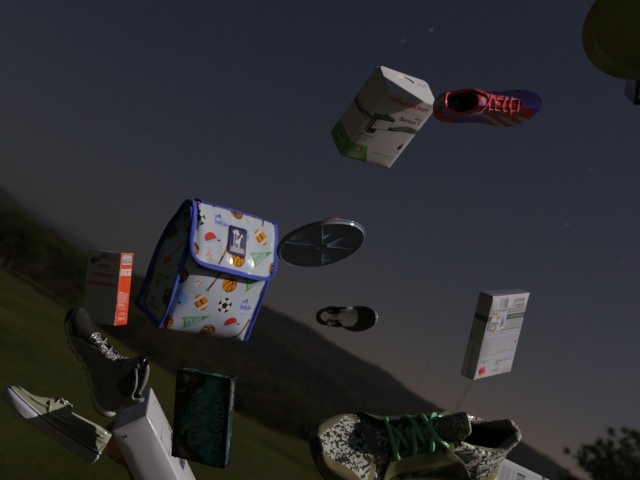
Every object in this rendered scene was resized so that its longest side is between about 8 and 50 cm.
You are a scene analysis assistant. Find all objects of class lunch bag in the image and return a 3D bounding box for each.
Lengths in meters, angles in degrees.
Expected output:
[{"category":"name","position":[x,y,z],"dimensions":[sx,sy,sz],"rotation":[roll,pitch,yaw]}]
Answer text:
[{"category":"lunch bag","position":[-0.322,0.086,2.480],"dimensions":[0.328,0.385,0.239],"rotation":[16,9,-39]}]

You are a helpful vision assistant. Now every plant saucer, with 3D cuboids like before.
[{"category":"plant saucer","position":[0.610,-0.407,1.539],"dimensions":[0.241,0.037,0.241],"rotation":[4,-42,4]}]

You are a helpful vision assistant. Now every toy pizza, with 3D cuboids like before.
[{"category":"toy pizza","position":[0.000,0.000,1.824],"dimensions":[0.201,0.032,0.201],"rotation":[-11,-28,-6]}]

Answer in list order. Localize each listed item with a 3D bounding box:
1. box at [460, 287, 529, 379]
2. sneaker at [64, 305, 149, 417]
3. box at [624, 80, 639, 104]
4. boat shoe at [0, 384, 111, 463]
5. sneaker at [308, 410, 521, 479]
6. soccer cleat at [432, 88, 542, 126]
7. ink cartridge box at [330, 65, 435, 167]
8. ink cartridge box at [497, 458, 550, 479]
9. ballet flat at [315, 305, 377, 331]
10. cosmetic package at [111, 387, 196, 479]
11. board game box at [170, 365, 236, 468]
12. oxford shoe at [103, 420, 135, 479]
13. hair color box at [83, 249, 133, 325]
[{"category":"box","position":[0.377,0.199,1.777],"dimensions":[0.145,0.186,0.038],"rotation":[-2,16,-44]},{"category":"sneaker","position":[-0.400,0.221,1.608],"dimensions":[0.228,0.132,0.086],"rotation":[69,19,-3]},{"category":"box","position":[0.733,-0.427,1.869],"dimensions":[0.051,0.220,0.175],"rotation":[3,19,12]},{"category":"boat shoe","position":[-0.671,0.450,2.105],"dimensions":[0.302,0.094,0.109],"rotation":[43,-18,-22]},{"category":"sneaker","position":[0.172,0.334,1.410],"dimensions":[0.410,0.182,0.158],"rotation":[9,44,-31]},{"category":"soccer cleat","position":[0.366,-0.293,1.791],"dimensions":[0.248,0.083,0.095],"rotation":[-2,-6,-5]},{"category":"ink cartridge box","position":[0.153,-0.296,2.008],"dimensions":[0.160,0.219,0.092],"rotation":[10,44,-32]},{"category":"ink cartridge box","position":[0.384,0.530,1.623],"dimensions":[0.208,0.153,0.087],"rotation":[29,-24,-19]},{"category":"ballet flat","position":[0.061,0.205,2.198],"dimensions":[0.074,0.074,0.203],"rotation":[38,-25,-33]},{"category":"cosmetic package","position":[-0.372,0.568,1.989],"dimensions":[0.284,0.097,0.377],"rotation":[-155,-140,-81]},{"category":"board game box","position":[-0.236,0.354,1.659],"dimensions":[0.126,0.186,0.026],"rotation":[7,7,21]},{"category":"oxford shoe","position":[-0.519,0.568,2.181],"dimensions":[0.212,0.076,0.076],"rotation":[55,-11,40]},{"category":"hair color box","position":[-0.494,0.108,1.919],"dimensions":[0.093,0.167,0.053],"rotation":[6,1,21]}]
